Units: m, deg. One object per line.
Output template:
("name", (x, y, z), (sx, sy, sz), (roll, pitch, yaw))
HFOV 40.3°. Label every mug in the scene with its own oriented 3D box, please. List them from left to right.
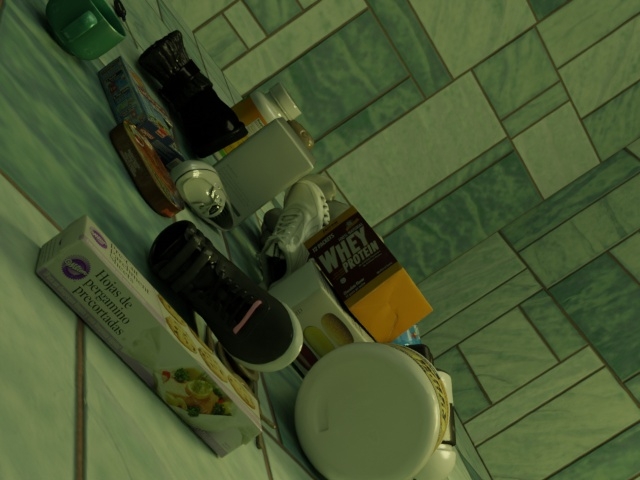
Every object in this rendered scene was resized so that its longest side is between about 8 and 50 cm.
("mug", (-0.425, -0.386, 1.527), (0.129, 0.097, 0.158), (58, 7, 11))

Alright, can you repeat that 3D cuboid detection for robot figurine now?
("robot figurine", (0.178, 0.351, 1.734), (0.209, 0.173, 0.278), (14, 65, -36))

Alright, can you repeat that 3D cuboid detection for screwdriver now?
("screwdriver", (-0.493, -0.547, 2.205), (0.025, 0.024, 0.170), (6, 51, -42))

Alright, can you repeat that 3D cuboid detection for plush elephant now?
("plush elephant", (0.000, 0.000, 2.012), (0.272, 0.255, 0.330), (58, 7, 8))

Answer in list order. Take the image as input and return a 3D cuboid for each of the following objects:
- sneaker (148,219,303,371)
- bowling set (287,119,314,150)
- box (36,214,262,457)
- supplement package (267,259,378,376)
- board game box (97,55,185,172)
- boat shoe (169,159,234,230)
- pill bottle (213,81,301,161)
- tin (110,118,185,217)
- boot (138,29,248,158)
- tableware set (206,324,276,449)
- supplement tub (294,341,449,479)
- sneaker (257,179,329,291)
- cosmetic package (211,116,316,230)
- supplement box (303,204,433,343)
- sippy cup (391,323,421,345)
("sneaker", (-0.144, 0.072, 1.191), (0.295, 0.104, 0.147), (37, -7, 48))
("bowling set", (-0.181, -0.252, 2.549), (0.287, 0.200, 0.154), (-19, 63, -39))
("box", (-0.182, 0.115, 0.974), (0.324, 0.063, 0.067), (53, 6, -26))
("supplement package", (0.006, 0.185, 1.682), (0.244, 0.139, 0.134), (51, 6, -22))
("board game box", (-0.336, -0.243, 1.641), (0.194, 0.060, 0.194), (60, 7, 23))
("boat shoe", (-0.210, -0.082, 1.657), (0.076, 0.083, 0.226), (57, 6, 22))
("pill bottle", (-0.178, -0.304, 2.278), (0.136, 0.245, 0.136), (55, 6, -9))
("tin", (-0.292, -0.120, 1.464), (0.190, 0.040, 0.106), (58, 3, 19))
("boot", (-0.304, -0.343, 2.027), (0.260, 0.131, 0.348), (61, -7, -25))
("tableware set", (-0.108, 0.195, 1.231), (0.128, 0.039, 0.194), (53, 7, -21))
("supplement tub", (0.097, 0.285, 1.461), (0.228, 0.228, 0.316), (57, 7, 12))
("sneaker", (-0.059, 0.002, 1.806), (0.118, 0.110, 0.292), (29, 62, -46))
("cosmetic package", (-0.137, -0.154, 1.916), (0.138, 0.224, 0.224), (54, 6, -6))
("supplement box", (0.095, 0.073, 1.738), (0.194, 0.129, 0.191), (54, 2, 39))
("sippy cup", (0.165, 0.230, 2.356), (0.305, 0.240, 0.224), (0, 58, -34))
